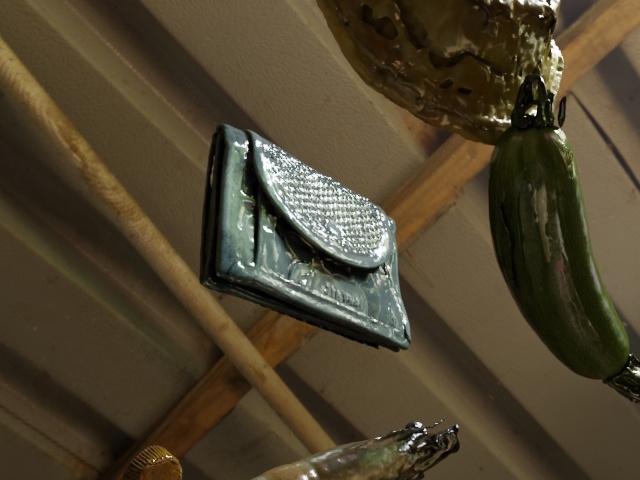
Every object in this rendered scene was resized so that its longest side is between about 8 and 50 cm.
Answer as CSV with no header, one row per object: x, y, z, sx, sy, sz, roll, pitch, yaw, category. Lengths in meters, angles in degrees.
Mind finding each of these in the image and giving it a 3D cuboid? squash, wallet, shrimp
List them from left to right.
0.000,0.000,0.829,0.342,0.237,0.075,26,-42,-37,wallet
0.005,0.237,0.457,0.262,0.051,0.198,-14,-64,-35,shrimp
0.185,0.023,0.484,0.071,0.080,0.318,-52,-55,-33,squash

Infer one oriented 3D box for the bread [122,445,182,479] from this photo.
-0.249,0.344,0.902,0.085,0.053,0.085,-12,-74,-47,bread

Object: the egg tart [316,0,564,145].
0.106,-0.186,0.477,0.241,0.241,0.106,22,-38,-15,egg tart
